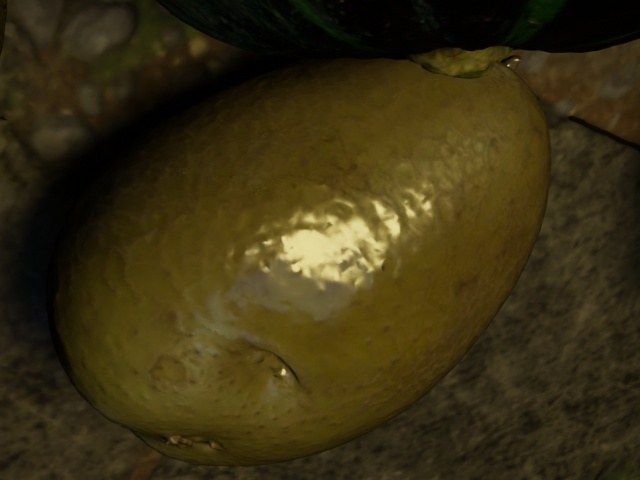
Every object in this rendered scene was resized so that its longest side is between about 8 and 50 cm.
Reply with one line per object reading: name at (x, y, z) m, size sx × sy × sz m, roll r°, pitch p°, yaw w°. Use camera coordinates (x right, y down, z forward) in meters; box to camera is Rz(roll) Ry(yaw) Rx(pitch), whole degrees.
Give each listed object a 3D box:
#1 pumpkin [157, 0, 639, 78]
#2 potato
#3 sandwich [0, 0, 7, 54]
pumpkin at (0.040, -0.176, 0.373) m, size 0.248 × 0.248 × 0.248 m, roll -12°, pitch 127°, yaw -16°
potato at (0.000, 0.000, 0.517) m, size 0.251 × 0.159 × 0.174 m, roll -39°, pitch 154°, yaw -5°
sandwich at (-0.187, -0.098, 0.422) m, size 0.159 × 0.079 × 0.235 m, roll -12°, pitch 124°, yaw -3°
